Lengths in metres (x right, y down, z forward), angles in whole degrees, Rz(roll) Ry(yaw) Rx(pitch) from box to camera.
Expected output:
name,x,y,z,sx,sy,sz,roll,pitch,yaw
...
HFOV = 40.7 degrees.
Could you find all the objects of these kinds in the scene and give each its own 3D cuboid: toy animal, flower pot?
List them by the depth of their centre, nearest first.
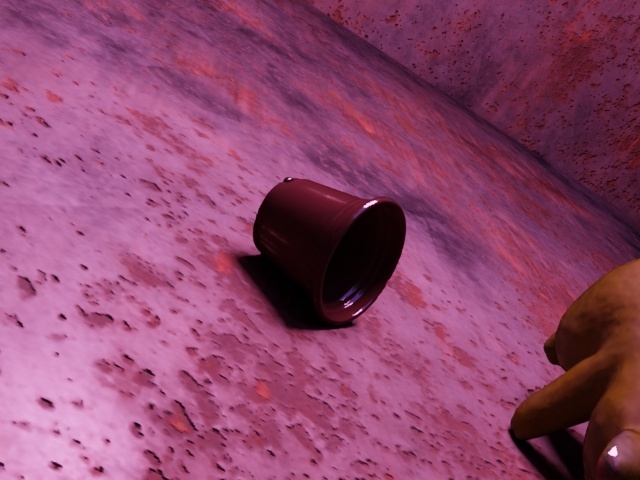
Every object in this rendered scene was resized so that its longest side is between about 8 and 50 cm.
name,x,y,z,sx,sy,sz,roll,pitch,yaw
toy animal,0.250,0.155,0.644,0.181,0.180,0.363,30,41,4
flower pot,0.000,0.000,0.681,0.089,0.111,0.111,28,13,30
